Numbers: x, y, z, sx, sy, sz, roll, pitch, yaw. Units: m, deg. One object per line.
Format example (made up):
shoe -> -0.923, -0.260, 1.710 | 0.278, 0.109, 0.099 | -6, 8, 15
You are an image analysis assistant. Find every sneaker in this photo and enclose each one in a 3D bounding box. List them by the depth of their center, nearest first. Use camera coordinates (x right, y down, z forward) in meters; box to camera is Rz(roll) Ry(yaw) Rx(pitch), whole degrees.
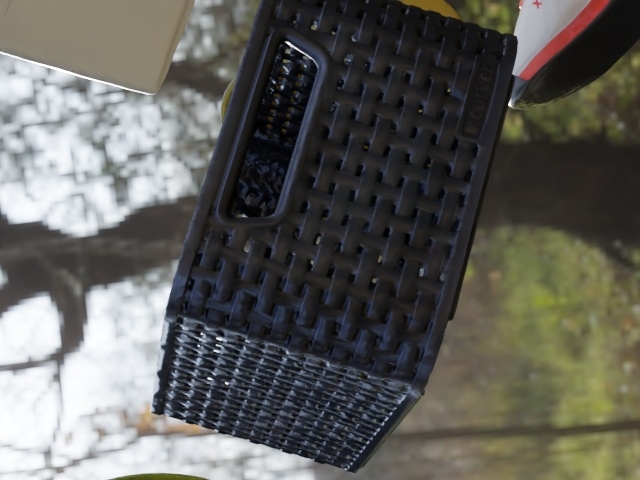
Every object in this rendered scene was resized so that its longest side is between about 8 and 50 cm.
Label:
sneaker -> 0.189, -0.225, 1.319 | 0.145, 0.090, 0.270 | 62, 147, 22

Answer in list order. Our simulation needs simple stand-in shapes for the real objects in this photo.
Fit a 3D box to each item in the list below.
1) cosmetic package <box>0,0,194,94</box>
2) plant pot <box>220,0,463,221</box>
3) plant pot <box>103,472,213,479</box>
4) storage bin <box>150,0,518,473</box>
cosmetic package -> -0.293, -0.334, 1.249 | 0.329, 0.393, 0.327 | 30, 103, 50
plant pot -> 0.030, -0.076, 0.910 | 0.134, 0.134, 0.095 | 75, -145, -49
plant pot -> -0.119, 0.394, 1.456 | 0.353, 0.366, 0.366 | -179, 82, -79
storage bin -> 0.000, 0.000, 0.616 | 0.180, 0.084, 0.122 | 115, 172, -72
